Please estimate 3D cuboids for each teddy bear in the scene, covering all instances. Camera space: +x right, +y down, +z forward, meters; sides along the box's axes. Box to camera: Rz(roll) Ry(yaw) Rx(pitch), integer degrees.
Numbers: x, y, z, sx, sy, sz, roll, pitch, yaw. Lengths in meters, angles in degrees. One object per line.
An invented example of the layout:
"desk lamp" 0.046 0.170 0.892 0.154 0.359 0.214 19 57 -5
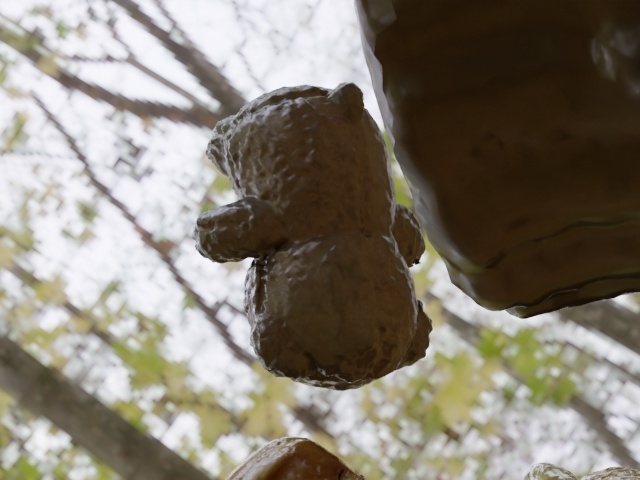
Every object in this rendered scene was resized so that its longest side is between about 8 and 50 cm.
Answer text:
"teddy bear" 0.000 -0.001 1.612 0.236 0.151 0.267 -4 -99 -36

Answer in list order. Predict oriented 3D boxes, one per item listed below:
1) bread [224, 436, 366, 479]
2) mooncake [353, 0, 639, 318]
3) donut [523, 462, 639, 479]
"bread" -0.020 0.283 1.596 0.167 0.132 0.294 -44 -26 -13
"mooncake" 0.147 -0.124 0.975 0.324 0.187 0.324 -9 -90 -68
"donut" 0.297 0.368 1.491 0.198 0.449 0.449 -35 -33 -1
